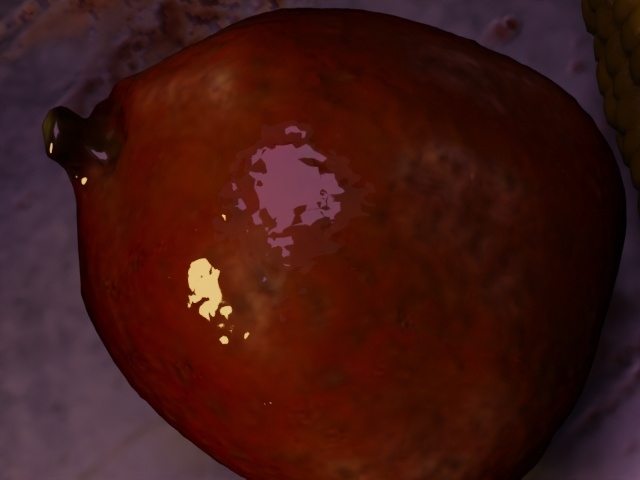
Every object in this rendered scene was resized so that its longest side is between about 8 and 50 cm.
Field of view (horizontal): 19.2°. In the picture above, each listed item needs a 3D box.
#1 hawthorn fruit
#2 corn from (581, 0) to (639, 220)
[{"bbox_3d":[0.000,0.000,0.607,0.188,0.169,0.169,26,71,-21],"label":"hawthorn fruit"},{"bbox_3d":[0.168,-0.005,0.607,0.130,0.130,0.347,-20,62,5],"label":"corn"}]
